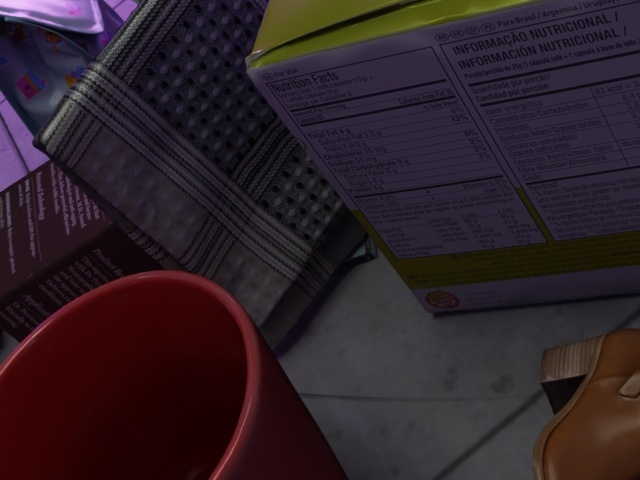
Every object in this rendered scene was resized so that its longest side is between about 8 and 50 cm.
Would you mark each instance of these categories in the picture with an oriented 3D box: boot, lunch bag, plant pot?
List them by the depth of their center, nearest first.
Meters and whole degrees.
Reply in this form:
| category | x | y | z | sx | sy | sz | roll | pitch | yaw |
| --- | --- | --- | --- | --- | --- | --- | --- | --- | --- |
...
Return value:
| category | x | y | z | sx | sy | sz | roll | pitch | yaw |
| --- | --- | --- | --- | --- | --- | --- | --- | --- | --- |
| boot | 0.234 | 0.142 | 0.869 | 0.152 | 0.073 | 0.197 | -11 | 51 | 24 |
| plant pot | -0.104 | 0.199 | 0.937 | 0.275 | 0.243 | 0.275 | -21 | 44 | 21 |
| lunch bag | -0.319 | -0.231 | 1.470 | 0.160 | 0.262 | 0.223 | -32 | 40 | 9 |

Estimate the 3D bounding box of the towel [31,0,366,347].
| category | x | y | z | sx | sy | sz | roll | pitch | yaw |
| --- | --- | --- | --- | --- | --- | --- | --- | --- | --- |
| towel | -0.048 | -0.101 | 1.087 | 0.056 | 0.324 | 0.312 | 18 | 67 | 52 |

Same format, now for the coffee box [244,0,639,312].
| category | x | y | z | sx | sy | sz | roll | pitch | yaw |
| --- | --- | --- | --- | --- | --- | --- | --- | --- | --- |
| coffee box | 0.197 | -0.180 | 0.980 | 0.338 | 0.334 | 0.338 | -8 | 50 | 32 |

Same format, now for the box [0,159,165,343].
| category | x | y | z | sx | sy | sz | roll | pitch | yaw |
| --- | --- | --- | --- | --- | --- | --- | --- | --- | --- |
| box | -0.220 | 0.014 | 1.247 | 0.203 | 0.168 | 0.167 | -32 | 40 | 9 |

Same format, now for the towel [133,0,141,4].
| category | x | y | z | sx | sy | sz | roll | pitch | yaw |
| --- | --- | --- | --- | --- | --- | --- | --- | --- | --- |
| towel | -0.125 | -0.376 | 1.419 | 0.324 | 0.038 | 0.248 | -25 | 47 | -27 |

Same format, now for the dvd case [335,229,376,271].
| category | x | y | z | sx | sy | sz | roll | pitch | yaw |
| --- | --- | --- | --- | --- | --- | --- | --- | --- | --- |
| dvd case | 0.000 | 0.000 | 1.213 | 0.119 | 0.013 | 0.087 | -18 | 45 | 21 |
